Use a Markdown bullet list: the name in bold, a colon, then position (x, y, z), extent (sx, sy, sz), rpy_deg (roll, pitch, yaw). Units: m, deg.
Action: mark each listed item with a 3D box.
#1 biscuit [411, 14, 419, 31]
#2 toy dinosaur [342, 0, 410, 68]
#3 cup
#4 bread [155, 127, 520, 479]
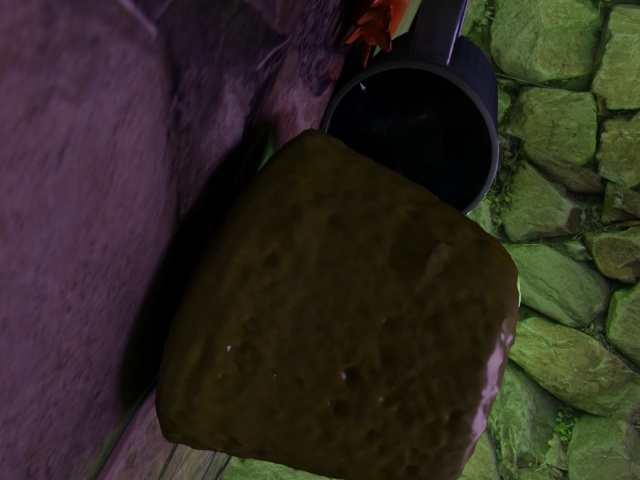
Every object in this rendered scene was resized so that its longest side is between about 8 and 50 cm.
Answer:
- **biscuit**: position (0.261, -0.552, 1.736), extent (0.260, 0.041, 0.203), rpy_deg (-63, 179, -8)
- **toy dinosaur**: position (0.068, -0.263, 0.795), extent (0.117, 0.070, 0.288), rpy_deg (-62, 180, 3)
- **cup**: position (0.149, -0.227, 1.089), extent (0.311, 0.257, 0.331), rpy_deg (-61, 135, -59)
- **bread**: position (0.022, 0.088, 0.680), extent (0.348, 0.308, 0.348), rpy_deg (-62, 172, -15)
